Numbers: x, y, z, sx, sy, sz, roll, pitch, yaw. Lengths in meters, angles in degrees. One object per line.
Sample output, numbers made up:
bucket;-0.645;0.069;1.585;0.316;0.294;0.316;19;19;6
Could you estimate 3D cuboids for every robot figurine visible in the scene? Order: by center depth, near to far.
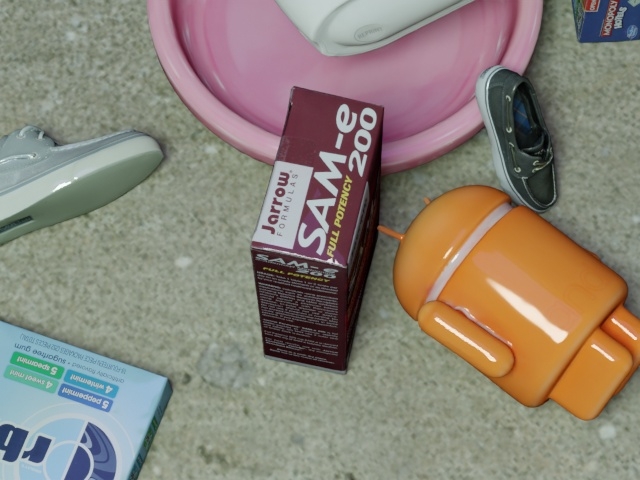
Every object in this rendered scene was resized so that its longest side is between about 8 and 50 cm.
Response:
robot figurine;0.149;0.042;1.264;0.219;0.128;0.158;38;76;14

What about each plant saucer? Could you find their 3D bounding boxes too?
plant saucer;0.021;-0.196;1.386;0.332;0.084;0.332;0;67;1

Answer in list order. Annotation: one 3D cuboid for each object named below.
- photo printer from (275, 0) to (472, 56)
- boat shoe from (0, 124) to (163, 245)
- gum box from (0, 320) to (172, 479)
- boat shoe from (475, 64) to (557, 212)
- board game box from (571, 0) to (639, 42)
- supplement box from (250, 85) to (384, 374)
photo printer;0.077;-0.303;1.289;0.307;0.107;0.256;-25;65;12
boat shoe;-0.245;-0.053;1.333;0.227;0.079;0.081;-23;73;-5
gum box;-0.222;0.170;1.261;0.157;0.041;0.184;18;70;8
boat shoe;0.165;-0.077;1.307;0.049;0.142;0.040;-41;35;-21
board game box;0.246;-0.306;1.392;0.060;0.194;0.194;-3;53;-5
supplement box;0.000;0.000;1.220;0.073;0.239;0.130;12;69;6
